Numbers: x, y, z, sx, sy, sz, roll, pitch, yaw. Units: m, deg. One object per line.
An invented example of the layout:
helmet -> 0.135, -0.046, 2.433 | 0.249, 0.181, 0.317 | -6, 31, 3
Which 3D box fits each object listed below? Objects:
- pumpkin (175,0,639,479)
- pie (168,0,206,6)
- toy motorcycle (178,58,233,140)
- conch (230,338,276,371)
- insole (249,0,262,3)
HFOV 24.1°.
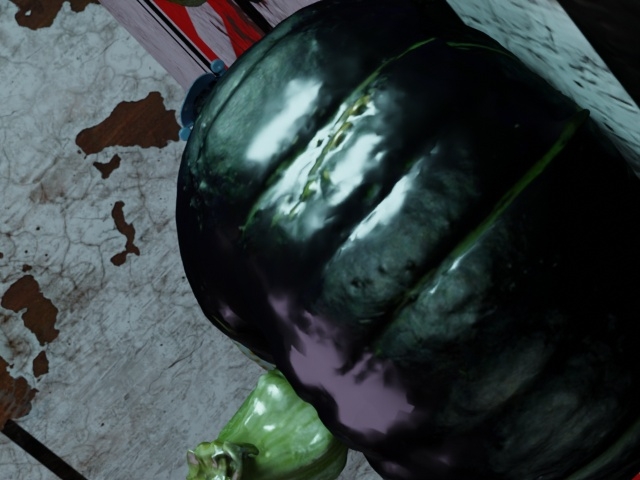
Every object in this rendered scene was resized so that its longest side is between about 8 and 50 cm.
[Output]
pumpkin -> 0.043, 0.037, 0.784 | 0.296, 0.296, 0.296 | 44, 178, 2
pie -> -0.225, -0.326, 1.421 | 0.323, 0.070, 0.323 | 42, 177, 2
toy motorcycle -> -0.070, -0.128, 1.806 | 0.182, 0.124, 0.272 | 21, -168, -29
conch -> 0.016, -0.002, 1.372 | 0.303, 0.215, 0.319 | 57, -160, -53
insole -> -0.132, -0.242, 1.314 | 0.188, 0.004, 0.064 | 21, 166, 21
